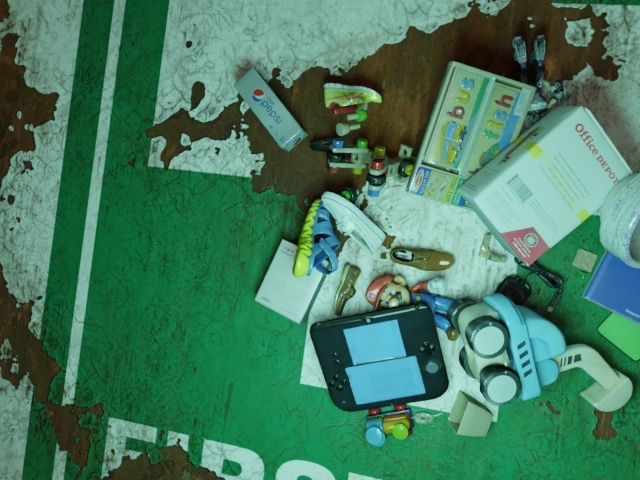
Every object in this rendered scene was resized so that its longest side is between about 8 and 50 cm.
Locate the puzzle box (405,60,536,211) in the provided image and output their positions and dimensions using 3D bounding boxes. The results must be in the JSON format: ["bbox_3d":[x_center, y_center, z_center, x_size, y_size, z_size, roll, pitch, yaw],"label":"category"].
[{"bbox_3d":[0.451,-0.305,1.536,0.271,0.052,0.410,15,105,-5],"label":"puzzle box"}]

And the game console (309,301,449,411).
[{"bbox_3d":[0.189,0.377,1.586,0.385,0.060,0.342,-13,113,11],"label":"game console"}]

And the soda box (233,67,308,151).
[{"bbox_3d":[-0.170,-0.449,1.735,0.098,0.091,0.286,-39,81,10],"label":"soda box"}]

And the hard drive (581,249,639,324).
[{"bbox_3d":[0.958,0.076,1.502,0.210,0.040,0.319,27,92,12],"label":"hard drive"}]

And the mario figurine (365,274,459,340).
[{"bbox_3d":[0.293,0.213,1.575,0.320,0.170,0.198,18,67,6],"label":"mario figurine"}]

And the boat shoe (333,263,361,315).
[{"bbox_3d":[0.088,0.169,1.678,0.060,0.064,0.178,17,90,14],"label":"boat shoe"}]

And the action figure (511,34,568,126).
[{"bbox_3d":[0.655,-0.481,1.559,0.185,0.099,0.286,-7,90,7],"label":"action figure"}]

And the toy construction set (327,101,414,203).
[{"bbox_3d":[0.170,-0.290,1.617,0.237,0.257,0.309,-20,104,-32],"label":"toy construction set"}]

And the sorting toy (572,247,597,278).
[{"bbox_3d":[0.811,0.073,1.553,0.061,0.012,0.084,23,90,7],"label":"sorting toy"}]

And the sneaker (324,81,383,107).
[{"bbox_3d":[0.108,-0.471,1.690,0.208,0.081,0.094,11,98,19],"label":"sneaker"}]

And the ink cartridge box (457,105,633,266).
[{"bbox_3d":[0.652,-0.163,1.476,0.384,0.160,0.279,-41,104,8],"label":"ink cartridge box"}]

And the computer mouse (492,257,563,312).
[{"bbox_3d":[0.628,0.188,1.571,0.184,0.060,0.262,31,89,7],"label":"computer mouse"}]

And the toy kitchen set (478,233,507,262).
[{"bbox_3d":[0.550,0.027,1.581,0.083,0.068,0.075,16,92,12],"label":"toy kitchen set"}]

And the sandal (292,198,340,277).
[{"bbox_3d":[0.000,0.000,1.623,0.138,0.126,0.318,15,52,-6],"label":"sandal"}]

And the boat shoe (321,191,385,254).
[{"bbox_3d":[0.097,-0.055,1.625,0.258,0.095,0.084,37,72,-10],"label":"boat shoe"}]

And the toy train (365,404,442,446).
[{"bbox_3d":[0.263,0.581,1.590,0.247,0.143,0.105,-14,86,12],"label":"toy train"}]

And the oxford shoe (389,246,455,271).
[{"bbox_3d":[0.328,0.062,1.626,0.212,0.076,0.076,5,88,10],"label":"oxford shoe"}]

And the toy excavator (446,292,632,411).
[{"bbox_3d":[0.644,0.333,1.451,0.444,0.222,0.434,-17,100,1],"label":"toy excavator"}]

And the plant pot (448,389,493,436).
[{"bbox_3d":[0.473,0.550,1.571,0.096,0.109,0.109,20,93,0],"label":"plant pot"}]

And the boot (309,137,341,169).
[{"bbox_3d":[0.027,-0.292,1.715,0.121,0.045,0.099,-9,91,12],"label":"boot"}]

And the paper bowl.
[{"bbox_3d":[0.900,-0.076,1.385,0.283,0.148,0.285,-10,124,-15],"label":"paper bowl"}]

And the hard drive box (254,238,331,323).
[{"bbox_3d":[-0.090,0.137,1.704,0.181,0.089,0.232,27,94,12],"label":"hard drive box"}]

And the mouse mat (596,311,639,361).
[{"bbox_3d":[0.957,0.251,1.521,0.152,0.007,0.190,41,98,10],"label":"mouse mat"}]
